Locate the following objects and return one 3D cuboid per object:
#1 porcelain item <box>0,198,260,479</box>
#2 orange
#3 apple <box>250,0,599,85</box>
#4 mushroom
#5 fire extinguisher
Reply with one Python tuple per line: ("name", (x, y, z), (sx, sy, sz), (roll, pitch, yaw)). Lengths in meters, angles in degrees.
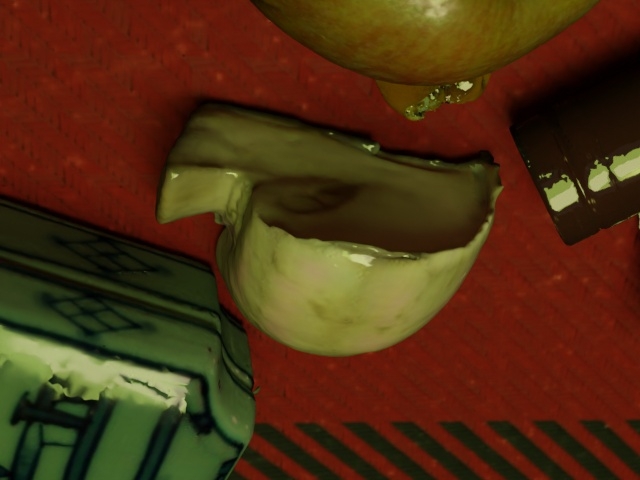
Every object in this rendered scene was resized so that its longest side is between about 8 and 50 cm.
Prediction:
("porcelain item", (-0.209, 0.134, 0.843), (0.286, 0.157, 0.281), (20, 119, -18))
("orange", (0.076, -0.120, 0.752), (0.086, 0.062, 0.086), (-2, 121, -3))
("apple", (0.055, -0.204, 0.586), (0.265, 0.264, 0.264), (-2, 124, -3))
("mushroom", (-0.003, 0.027, 0.783), (0.236, 0.162, 0.173), (11, 121, -10))
("fire extinguisher", (0.307, -0.103, 0.764), (0.341, 0.105, 0.141), (-25, 153, 11))
